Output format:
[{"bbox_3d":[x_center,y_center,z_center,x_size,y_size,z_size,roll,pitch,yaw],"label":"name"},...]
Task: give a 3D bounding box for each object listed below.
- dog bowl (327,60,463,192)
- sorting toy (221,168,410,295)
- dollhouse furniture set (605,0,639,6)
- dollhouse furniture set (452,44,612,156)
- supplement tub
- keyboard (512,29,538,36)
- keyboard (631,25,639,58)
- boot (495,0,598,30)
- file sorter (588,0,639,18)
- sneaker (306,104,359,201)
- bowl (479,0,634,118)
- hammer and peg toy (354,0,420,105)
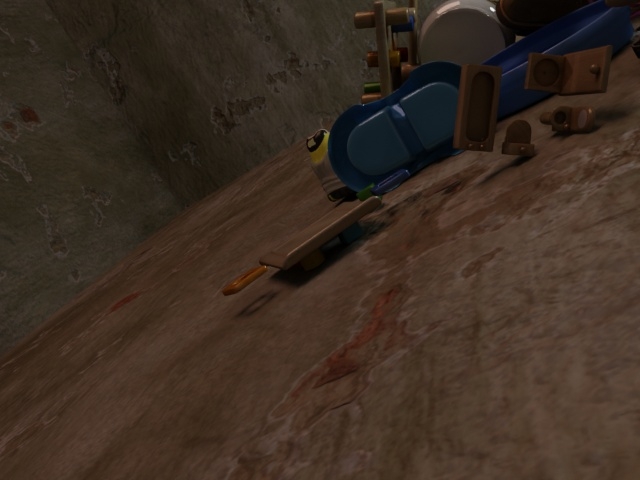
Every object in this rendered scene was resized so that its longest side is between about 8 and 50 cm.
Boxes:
[{"bbox_3d":[0.156,-0.200,1.317,0.297,0.166,0.074,-28,1,17],"label":"dog bowl"},{"bbox_3d":[0.000,0.000,1.154,0.347,0.047,0.196,-34,7,-14],"label":"sorting toy"},{"bbox_3d":[0.515,-0.533,1.140,0.394,0.363,0.256,-8,-1,-40],"label":"dollhouse furniture set"},{"bbox_3d":[0.271,-0.182,0.954,0.151,0.144,0.123,4,9,-8],"label":"dollhouse furniture set"},{"bbox_3d":[0.358,-0.479,1.779,0.228,0.228,0.316,-27,12,23],"label":"supplement tub"},{"bbox_3d":[0.484,-0.492,1.664,0.180,0.108,0.023,-5,-32,-35],"label":"keyboard"},{"bbox_3d":[0.615,-0.367,1.119,0.317,0.033,0.201,-32,17,-6],"label":"keyboard"},{"bbox_3d":[0.538,-0.516,1.567,0.305,0.113,0.115,-9,-12,-17],"label":"boot"},{"bbox_3d":[0.683,-0.591,1.508,0.290,0.182,0.202,-39,12,-36],"label":"file sorter"},{"bbox_3d":[0.124,-0.228,1.533,0.145,0.147,0.384,-23,12,47],"label":"sneaker"},{"bbox_3d":[0.417,-0.343,1.425,0.391,0.077,0.391,-30,12,7],"label":"bowl"},{"bbox_3d":[0.174,-0.459,1.790,0.127,0.266,0.361,-2,17,14],"label":"hammer and peg toy"}]
